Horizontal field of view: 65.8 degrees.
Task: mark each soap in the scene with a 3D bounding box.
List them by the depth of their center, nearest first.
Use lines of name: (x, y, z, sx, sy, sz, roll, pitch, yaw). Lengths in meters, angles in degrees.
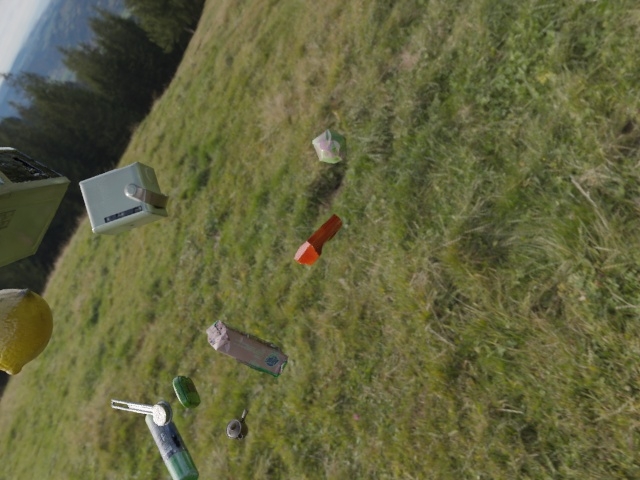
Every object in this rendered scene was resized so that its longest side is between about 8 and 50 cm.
soap: (-0.265, 0.383, 1.780, 0.098, 0.273, 0.218, -62, 22, -5)

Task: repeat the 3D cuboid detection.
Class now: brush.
brush: (-0.492, 0.454, 1.331, 0.266, 0.027, 0.062, -6, 87, 35)

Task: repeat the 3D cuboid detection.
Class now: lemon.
lemon: (-0.946, 0.275, 1.507, 0.228, 0.228, 0.254, -16, 62, 49)

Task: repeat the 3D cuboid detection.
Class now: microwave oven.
microwave oven: (-0.707, -0.069, 1.023, 0.238, 0.181, 0.295, -58, 8, 9)

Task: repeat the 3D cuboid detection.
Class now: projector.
projector: (-0.615, -0.134, 1.584, 0.242, 0.163, 0.177, -17, 87, 6)

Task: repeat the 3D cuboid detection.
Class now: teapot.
teapot: (-0.276, 0.654, 1.745, 0.085, 0.080, 0.110, 25, 76, 38)

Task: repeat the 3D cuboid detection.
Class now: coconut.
coconut: (0.027, -0.226, 1.192, 0.081, 0.083, 0.082, -22, 89, 29)

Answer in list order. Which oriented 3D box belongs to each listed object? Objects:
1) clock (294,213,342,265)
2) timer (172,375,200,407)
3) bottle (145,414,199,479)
clock: (0.000, 0.000, 1.485, 0.155, 0.061, 0.113, -48, -3, -37)
timer: (-0.516, 0.585, 1.912, 0.047, 0.140, 0.128, -30, 69, -3)
bottle: (-0.561, 0.774, 1.862, 0.330, 0.093, 0.093, 41, 103, 42)
